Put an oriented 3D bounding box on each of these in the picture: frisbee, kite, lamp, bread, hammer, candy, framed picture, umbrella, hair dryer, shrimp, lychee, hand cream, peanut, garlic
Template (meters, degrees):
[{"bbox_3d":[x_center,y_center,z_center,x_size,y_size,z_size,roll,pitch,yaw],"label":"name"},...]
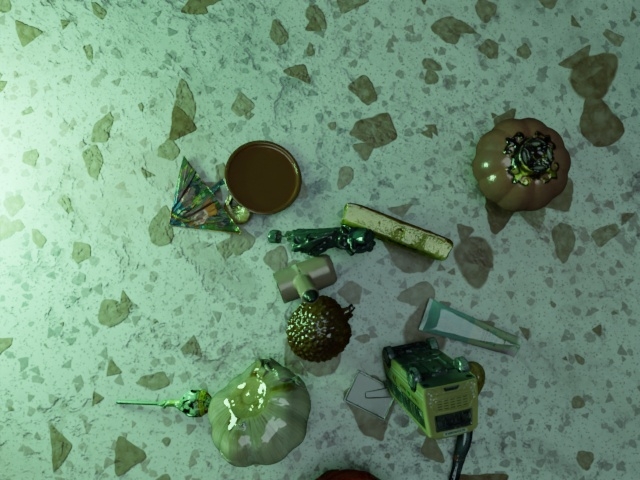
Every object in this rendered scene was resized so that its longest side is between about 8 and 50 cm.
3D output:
[{"bbox_3d":[-0.183,-0.202,1.841,0.251,0.021,0.251,3,76,-13],"label":"frisbee"},{"bbox_3d":[-0.395,-0.112,1.841,0.234,0.016,0.321,-37,83,-1],"label":"kite"},{"bbox_3d":[0.635,-0.240,1.800,0.305,0.239,0.305,0,86,-2],"label":"lamp"},{"bbox_3d":[0.239,-0.024,1.814,0.361,0.138,0.077,21,86,-1],"label":"bread"},{"bbox_3d":[0.426,0.717,1.815,0.137,0.037,0.290,14,85,-3],"label":"hammer"},{"bbox_3d":[-0.486,0.498,1.774,0.305,0.083,0.091,1,122,5],"label":"candy"},{"bbox_3d":[0.161,0.494,1.833,0.149,0.011,0.109,27,85,-1],"label":"framed picture"},{"bbox_3d":[0.001,0.003,1.767,0.349,0.143,0.094,1,80,20],"label":"umbrella"},{"bbox_3d":[-0.028,0.134,1.688,0.189,0.344,0.106,-20,101,-5],"label":"hair dryer"},{"bbox_3d":[-0.260,-0.133,1.855,0.095,0.045,0.162,4,89,20],"label":"shrimp"},{"bbox_3d":[0.005,0.267,1.756,0.238,0.200,0.200,-31,88,7],"label":"lychee"},{"bbox_3d":[0.480,0.285,1.840,0.312,0.070,0.111,18,87,3],"label":"hand cream"},{"bbox_3d":[0.438,0.482,1.808,0.108,0.095,0.226,26,88,15],"label":"peanut"},{"bbox_3d":[-0.176,0.510,1.682,0.322,0.322,0.241,-49,115,-5],"label":"garlic"}]

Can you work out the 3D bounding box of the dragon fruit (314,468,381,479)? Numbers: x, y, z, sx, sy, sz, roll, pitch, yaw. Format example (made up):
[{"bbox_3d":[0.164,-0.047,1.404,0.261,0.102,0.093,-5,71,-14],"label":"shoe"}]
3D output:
[{"bbox_3d":[0.068,0.815,1.677,0.277,0.277,0.342,44,87,1],"label":"dragon fruit"}]

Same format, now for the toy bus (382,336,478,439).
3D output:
[{"bbox_3d":[0.307,0.418,1.674,0.177,0.365,0.202,-9,98,-10],"label":"toy bus"}]
